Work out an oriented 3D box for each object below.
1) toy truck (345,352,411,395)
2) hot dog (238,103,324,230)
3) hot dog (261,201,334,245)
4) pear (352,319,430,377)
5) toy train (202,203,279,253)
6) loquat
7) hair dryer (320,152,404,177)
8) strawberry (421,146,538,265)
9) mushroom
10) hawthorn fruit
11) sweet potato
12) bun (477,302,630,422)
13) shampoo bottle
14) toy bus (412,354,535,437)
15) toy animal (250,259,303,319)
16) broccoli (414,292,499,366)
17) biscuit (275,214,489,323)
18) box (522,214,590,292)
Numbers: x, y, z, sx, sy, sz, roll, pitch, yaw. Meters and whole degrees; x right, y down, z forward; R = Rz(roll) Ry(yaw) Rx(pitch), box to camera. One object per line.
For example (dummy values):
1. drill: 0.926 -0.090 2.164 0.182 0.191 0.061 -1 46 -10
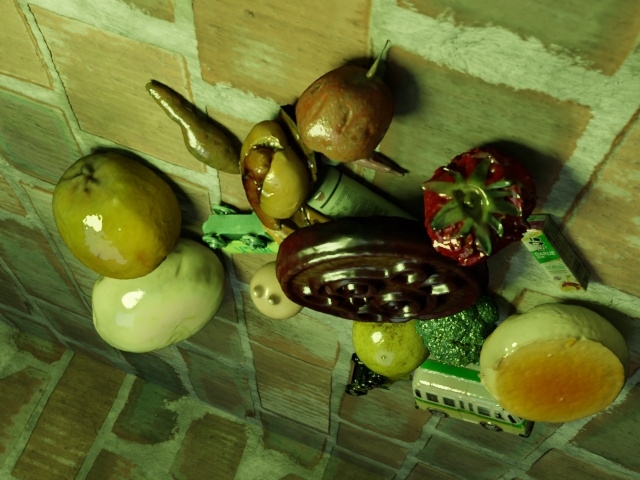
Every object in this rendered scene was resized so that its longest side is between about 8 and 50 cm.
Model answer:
1. toy truck: 0.157 0.363 2.260 0.127 0.127 0.257 14 158 -13
2. hot dog: -0.083 -0.100 1.459 0.194 0.107 0.326 55 161 32
3. hot dog: 0.000 0.000 1.681 0.269 0.115 0.072 31 151 -12
4. pear: 0.165 0.206 1.859 0.197 0.197 0.197 19 155 10
5. toy train: -0.147 -0.014 1.813 0.253 0.105 0.157 -1 159 45
6. loquat: -0.461 -0.051 1.826 0.276 0.276 0.284 8 148 31
7. hair dryer: 0.082 -0.150 1.411 0.154 0.054 0.106 24 153 -26
8. strawberry: 0.250 -0.054 1.309 0.184 0.187 0.201 2 -178 2
9. mushroom: -0.426 0.135 2.094 0.353 0.353 0.325 3 134 38
10. hawthorn fruit: 0.043 -0.195 1.225 0.149 0.149 0.189 29 159 -12
11. sweet potato: -0.231 -0.199 1.543 0.074 0.075 0.269 -8 136 49
12. bun: 0.468 0.231 1.656 0.298 0.165 0.299 2 130 3
13. shampoo bottle: 0.103 -0.043 1.543 0.262 0.085 0.085 30 154 -14
14. toy bus: 0.389 0.372 2.040 0.305 0.143 0.179 12 152 24
15. toy animal: -0.060 0.098 1.818 0.165 0.149 0.248 38 -158 22
16. broccoli: 0.300 0.182 1.741 0.195 0.196 0.156 14 -171 20
17. biscuit: 0.114 0.074 1.545 0.407 0.091 0.407 4 155 2
18. box: 0.421 0.026 1.453 0.049 0.041 0.207 -2 145 43
